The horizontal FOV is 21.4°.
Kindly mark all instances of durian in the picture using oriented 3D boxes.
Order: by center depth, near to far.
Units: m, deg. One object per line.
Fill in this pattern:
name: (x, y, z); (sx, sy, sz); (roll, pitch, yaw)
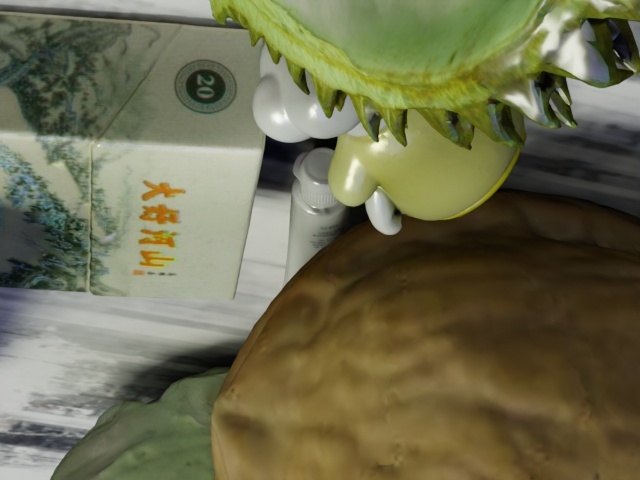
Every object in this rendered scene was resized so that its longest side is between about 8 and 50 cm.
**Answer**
durian: (0.076, -0.176, 0.547); (0.198, 0.163, 0.394); (40, 147, 8)

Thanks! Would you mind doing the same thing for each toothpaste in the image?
toothpaste: (0.000, 0.000, 0.938); (0.048, 0.031, 0.190); (-5, 157, -3)

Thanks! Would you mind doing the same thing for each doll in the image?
doll: (0.035, -0.062, 0.767); (0.106, 0.062, 0.162); (-50, 140, 7)

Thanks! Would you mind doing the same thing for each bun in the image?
bun: (-0.037, 0.179, 1.096); (0.283, 0.283, 0.179); (13, 116, -25)

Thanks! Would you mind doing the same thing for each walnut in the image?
walnut: (0.102, 0.124, 0.904); (0.343, 0.306, 0.306); (15, 150, -19)

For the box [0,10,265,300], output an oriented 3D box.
box: (-0.160, -0.039, 0.812); (0.256, 0.069, 0.164); (3, 154, -6)
